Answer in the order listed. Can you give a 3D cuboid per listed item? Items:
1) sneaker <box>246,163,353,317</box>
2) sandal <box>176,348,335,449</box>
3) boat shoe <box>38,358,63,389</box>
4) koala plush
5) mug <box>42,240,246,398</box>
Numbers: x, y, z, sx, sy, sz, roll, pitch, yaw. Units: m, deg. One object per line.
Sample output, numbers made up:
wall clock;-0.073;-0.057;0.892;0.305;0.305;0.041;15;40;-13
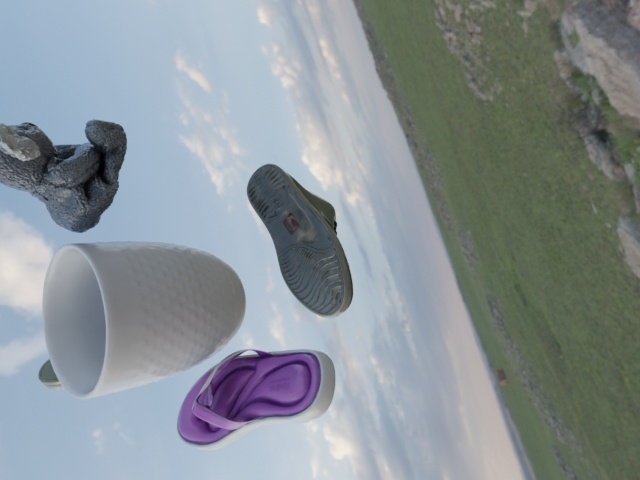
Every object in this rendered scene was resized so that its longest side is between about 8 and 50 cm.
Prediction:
sneaker;0.000;0.000;0.640;0.118;0.083;0.222;20;-143;-54
sandal;-0.152;0.273;0.931;0.102;0.417;0.169;33;-137;-38
boat shoe;-0.498;0.286;1.208;0.113;0.303;0.103;-125;21;-44
koala plush;-0.496;-0.131;0.901;0.221;0.196;0.203;21;-118;-49
mug;-0.362;0.132;1.036;0.328;0.374;0.275;-3;-83;-48
